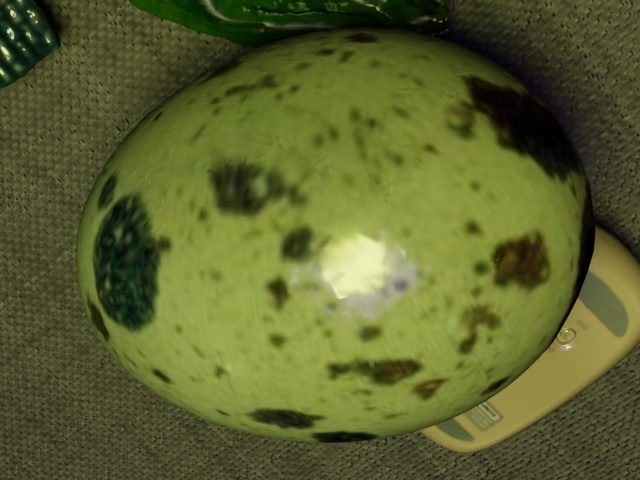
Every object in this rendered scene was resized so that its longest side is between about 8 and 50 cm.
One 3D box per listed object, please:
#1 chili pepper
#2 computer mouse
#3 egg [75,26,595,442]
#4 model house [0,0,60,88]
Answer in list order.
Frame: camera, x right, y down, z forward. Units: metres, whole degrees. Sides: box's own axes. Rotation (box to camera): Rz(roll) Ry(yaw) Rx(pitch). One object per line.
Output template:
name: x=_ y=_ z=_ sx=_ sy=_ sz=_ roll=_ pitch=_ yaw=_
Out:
chili pepper: x=-0.028 y=-0.188 z=0.851 sx=0.253 sy=0.083 sz=0.099 roll=5 pitch=112 yaw=-1
computer mouse: x=0.158 y=0.076 z=0.953 sx=0.145 sy=0.082 sz=0.236 roll=42 pitch=114 yaw=-14
egg: x=0.000 y=0.000 z=0.818 sx=0.379 sy=0.288 sz=0.288 roll=-11 pitch=114 yaw=17
model house: x=-0.308 y=-0.179 z=0.823 sx=0.300 sy=0.190 sz=0.271 roll=-30 pitch=107 yaw=17
